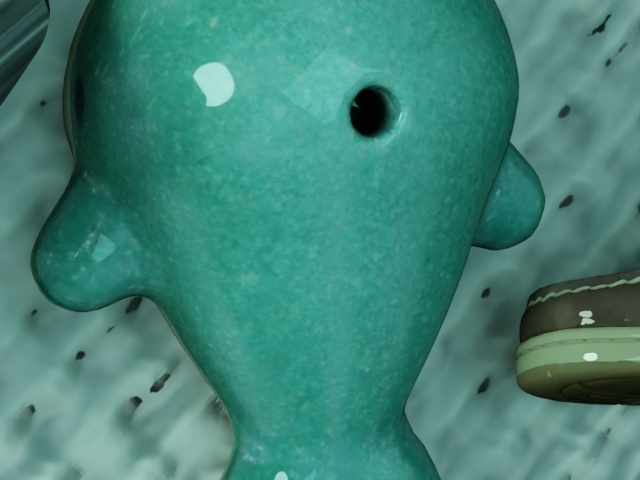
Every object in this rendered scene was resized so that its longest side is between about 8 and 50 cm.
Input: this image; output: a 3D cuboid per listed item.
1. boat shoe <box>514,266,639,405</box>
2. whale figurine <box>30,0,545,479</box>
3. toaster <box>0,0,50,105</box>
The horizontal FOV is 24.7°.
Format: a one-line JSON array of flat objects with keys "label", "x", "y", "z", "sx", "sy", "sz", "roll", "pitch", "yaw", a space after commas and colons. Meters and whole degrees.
[{"label": "boat shoe", "x": 0.233, "y": -0.005, "z": 0.672, "sx": 0.342, "sy": 0.123, "sz": 0.123, "roll": -10, "pitch": 79, "yaw": -19}, {"label": "whale figurine", "x": 0.000, "y": 0.000, "z": 0.567, "sx": 0.216, "sy": 0.141, "sz": 0.271, "roll": -6, "pitch": 96, "yaw": -20}, {"label": "toaster", "x": -0.197, "y": -0.055, "z": 0.479, "sx": 0.186, "sy": 0.110, "sz": 0.168, "roll": 41, "pitch": 115, "yaw": -12}]
